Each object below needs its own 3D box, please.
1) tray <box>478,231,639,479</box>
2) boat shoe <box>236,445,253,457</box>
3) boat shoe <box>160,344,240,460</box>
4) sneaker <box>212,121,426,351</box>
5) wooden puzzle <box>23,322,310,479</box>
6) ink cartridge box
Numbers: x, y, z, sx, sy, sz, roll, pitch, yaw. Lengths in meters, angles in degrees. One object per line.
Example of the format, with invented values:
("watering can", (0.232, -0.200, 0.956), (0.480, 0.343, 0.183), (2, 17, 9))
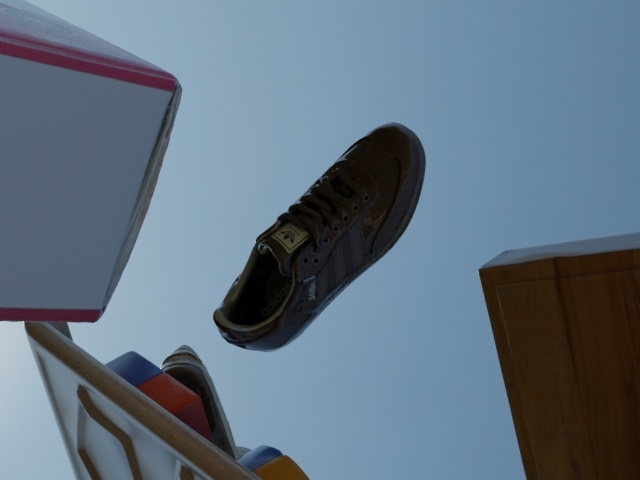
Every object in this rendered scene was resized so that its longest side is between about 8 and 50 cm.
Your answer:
("tray", (0.284, 0.201, 0.981), (0.203, 0.076, 0.411), (-9, -79, 34))
("boat shoe", (-0.165, 0.383, 1.315), (0.320, 0.118, 0.103), (-49, -140, 2))
("boat shoe", (-0.097, 0.178, 0.960), (0.068, 0.072, 0.190), (-5, -69, 1))
("sneaker", (0.000, 0.000, 0.752), (0.066, 0.071, 0.188), (39, -80, 23))
("wooden puzzle", (-0.066, 0.224, 0.741), (0.348, 0.080, 0.322), (28, -44, 51))
("ink cartridge box", (-0.232, -0.076, 0.476), (0.283, 0.207, 0.117), (29, -75, 38))
